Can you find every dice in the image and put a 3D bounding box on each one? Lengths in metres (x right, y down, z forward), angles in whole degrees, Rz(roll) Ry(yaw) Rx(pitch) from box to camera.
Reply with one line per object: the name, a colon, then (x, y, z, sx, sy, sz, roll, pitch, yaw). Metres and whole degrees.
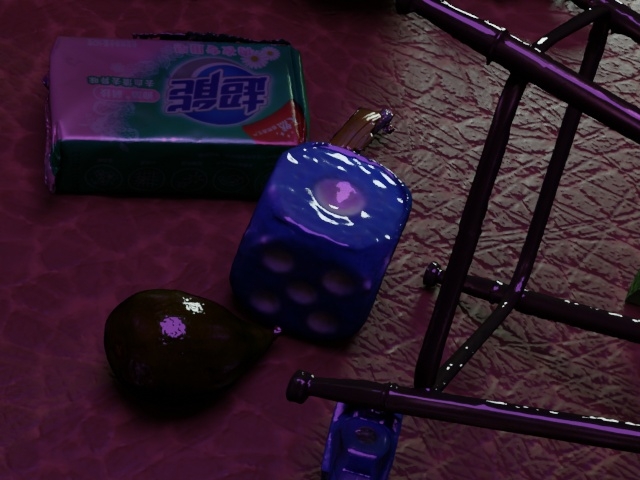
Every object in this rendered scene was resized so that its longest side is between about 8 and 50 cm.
dice: (0.000, 0.000, 1.363, 0.143, 0.146, 0.146, 22, 46, 3)

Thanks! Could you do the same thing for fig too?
fig: (-0.107, 0.100, 1.285, 0.177, 0.117, 0.117, 9, 42, -37)

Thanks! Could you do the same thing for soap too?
soap: (-0.152, -0.125, 1.473, 0.273, 0.098, 0.218, 1, 55, -11)

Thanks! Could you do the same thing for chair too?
chair: (0.263, -0.001, 1.172, 0.410, 0.362, 0.364, 23, 23, 17)

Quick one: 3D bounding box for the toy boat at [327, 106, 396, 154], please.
toy boat: (0.035, -0.100, 1.532, 0.049, 0.047, 0.149, 38, 52, 2)

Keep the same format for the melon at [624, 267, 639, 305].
melon: (0.437, 0.011, 1.532, 0.114, 0.053, 0.262, 43, 52, 14)

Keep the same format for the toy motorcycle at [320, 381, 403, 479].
toy motorcycle: (0.030, 0.194, 1.213, 0.076, 0.114, 0.205, 17, 46, 0)
